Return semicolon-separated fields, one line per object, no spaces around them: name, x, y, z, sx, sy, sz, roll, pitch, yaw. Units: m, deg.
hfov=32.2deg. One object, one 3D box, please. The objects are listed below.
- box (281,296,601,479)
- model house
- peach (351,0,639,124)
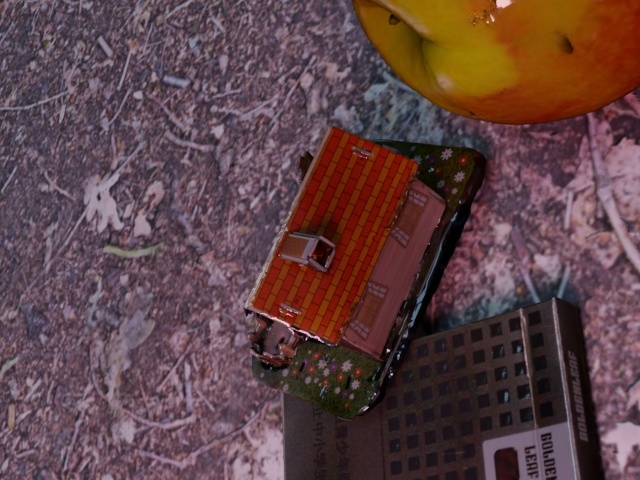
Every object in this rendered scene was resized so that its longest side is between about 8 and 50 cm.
box;0.098;0.181;1.036;0.325;0.047;0.180;-21;60;34
model house;0.000;0.001;1.086;0.207;0.154;0.294;13;74;48
peach;0.194;-0.280;0.952;0.370;0.370;0.370;-16;64;36
